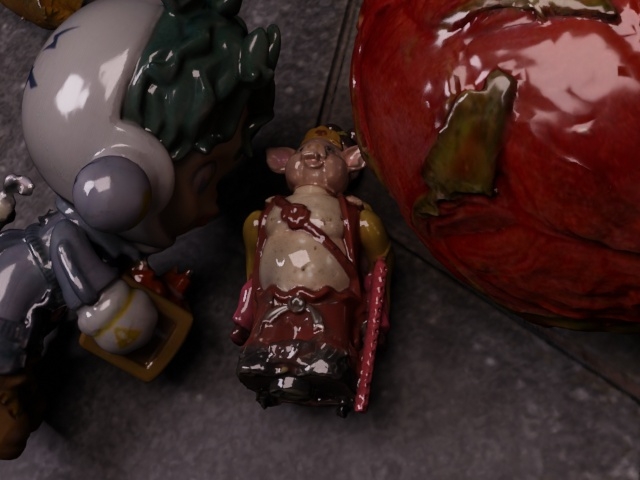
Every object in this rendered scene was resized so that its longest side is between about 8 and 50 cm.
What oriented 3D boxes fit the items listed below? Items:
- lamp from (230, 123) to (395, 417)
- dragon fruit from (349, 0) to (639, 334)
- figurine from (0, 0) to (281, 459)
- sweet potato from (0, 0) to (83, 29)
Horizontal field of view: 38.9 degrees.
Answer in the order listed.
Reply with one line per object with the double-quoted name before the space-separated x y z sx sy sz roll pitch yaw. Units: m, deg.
"lamp" 0.000 0.000 0.672 0.118 0.118 0.253 0 65 21
"dragon fruit" 0.163 -0.085 0.564 0.277 0.277 0.343 -26 52 6
"figurine" -0.157 -0.021 0.676 0.382 0.186 0.261 -63 21 4
"sweet potato" -0.316 -0.284 0.973 0.077 0.077 0.243 -43 48 -5
